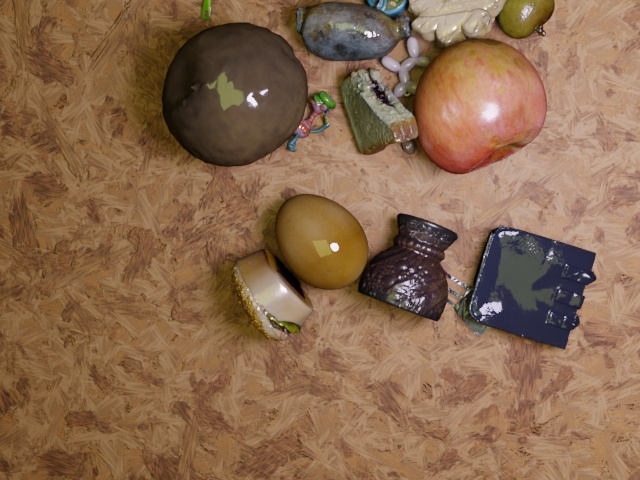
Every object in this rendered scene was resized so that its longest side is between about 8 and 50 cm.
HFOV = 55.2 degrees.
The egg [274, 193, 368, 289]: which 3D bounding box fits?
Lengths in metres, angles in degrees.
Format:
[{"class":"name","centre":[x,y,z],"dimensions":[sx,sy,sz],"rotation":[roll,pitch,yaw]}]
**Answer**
[{"class":"egg","centre":[0.000,0.000,1.855],"dimensions":[0.250,0.250,0.322],"rotation":[-41,81,11]}]

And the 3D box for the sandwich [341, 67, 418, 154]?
[{"class":"sandwich","centre":[0.163,-0.384,1.775],"dimensions":[0.100,0.288,0.254],"rotation":[-14,96,-16]}]

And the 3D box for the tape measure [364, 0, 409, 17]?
[{"class":"tape measure","centre":[0.206,-0.736,1.831],"dimensions":[0.125,0.081,0.146],"rotation":[32,100,8]}]

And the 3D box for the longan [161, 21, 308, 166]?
[{"class":"longan","centre":[-0.254,-0.418,1.779],"dimensions":[0.436,0.404,0.404],"rotation":[-31,90,8]}]

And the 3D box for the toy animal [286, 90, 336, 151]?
[{"class":"toy animal","centre":[-0.033,-0.363,1.910],"dimensions":[0.103,0.100,0.208],"rotation":[40,92,-19]}]

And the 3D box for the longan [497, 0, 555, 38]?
[{"class":"longan","centre":[0.587,-0.645,1.739],"dimensions":[0.176,0.145,0.154],"rotation":[53,137,16]}]

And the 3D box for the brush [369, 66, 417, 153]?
[{"class":"brush","centre":[0.222,-0.402,1.889],"dimensions":[0.042,0.039,0.299],"rotation":[-25,88,8]}]

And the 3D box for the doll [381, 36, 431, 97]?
[{"class":"doll","centre":[0.264,-0.510,1.855],"dimensions":[0.161,0.059,0.160],"rotation":[-36,88,11]}]

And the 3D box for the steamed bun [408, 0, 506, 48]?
[{"class":"steamed bun","centre":[0.396,-0.690,1.765],"dimensions":[0.295,0.137,0.292],"rotation":[41,100,25]}]

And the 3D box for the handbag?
[{"class":"handbag","centre":[0.625,0.136,1.824],"dimensions":[0.329,0.122,0.303],"rotation":[16,93,7]}]

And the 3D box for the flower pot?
[{"class":"flower pot","centre":[0.272,0.073,1.822],"dimensions":[0.267,0.266,0.267],"rotation":[20,87,7]}]

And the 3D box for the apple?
[{"class":"apple","centre":[0.429,-0.375,1.697],"dimensions":[0.364,0.364,0.363],"rotation":[1,96,10]}]

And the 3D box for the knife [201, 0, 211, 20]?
[{"class":"knife","centre":[-0.355,-0.788,1.953],"dimensions":[0.078,0.022,0.166],"rotation":[16,97,13]}]

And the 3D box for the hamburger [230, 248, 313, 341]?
[{"class":"hamburger","centre":[-0.157,0.168,1.883],"dimensions":[0.170,0.302,0.302],"rotation":[-39,88,3]}]

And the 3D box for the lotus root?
[{"class":"lotus root","centre":[0.095,-0.612,1.815],"dimensions":[0.350,0.175,0.175],"rotation":[7,97,8]}]

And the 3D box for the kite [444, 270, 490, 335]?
[{"class":"kite","centre":[0.451,0.184,1.914],"dimensions":[0.245,0.015,0.141],"rotation":[35,98,4]}]
